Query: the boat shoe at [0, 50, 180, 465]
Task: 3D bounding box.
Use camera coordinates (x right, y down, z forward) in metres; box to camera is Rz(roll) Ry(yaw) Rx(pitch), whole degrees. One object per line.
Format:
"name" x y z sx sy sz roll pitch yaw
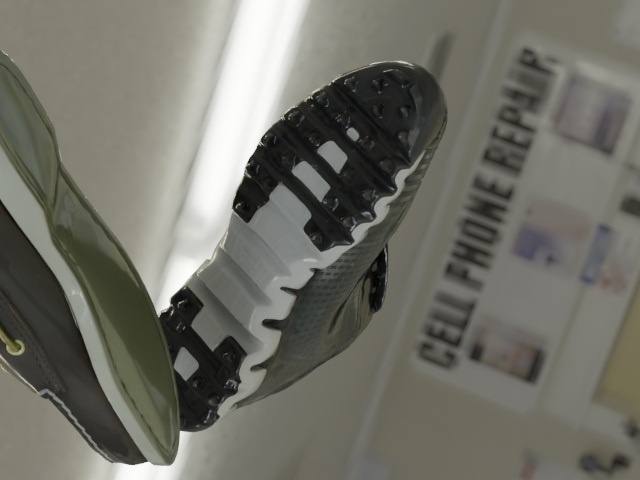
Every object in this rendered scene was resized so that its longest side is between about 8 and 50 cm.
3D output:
"boat shoe" -0.130 0.017 0.882 0.081 0.069 0.228 -87 -23 -55

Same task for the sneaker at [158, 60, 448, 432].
"sneaker" 0.000 0.000 1.006 0.106 0.078 0.234 -5 -43 -54
